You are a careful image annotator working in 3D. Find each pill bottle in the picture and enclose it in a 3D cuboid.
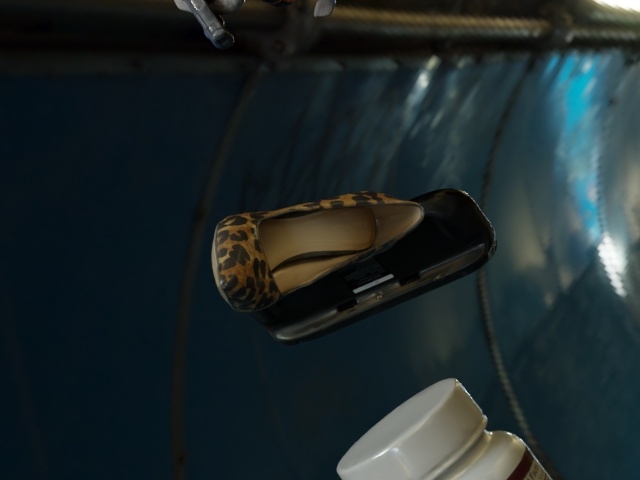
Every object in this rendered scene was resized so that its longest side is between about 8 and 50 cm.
[{"bbox_3d":[0.211,0.379,1.705,0.392,0.224,0.224,52,-162,-2],"label":"pill bottle"}]

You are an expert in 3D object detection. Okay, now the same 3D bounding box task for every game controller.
[{"bbox_3d":[0.056,0.034,1.703,0.166,0.319,0.067,52,-160,-44],"label":"game controller"}]

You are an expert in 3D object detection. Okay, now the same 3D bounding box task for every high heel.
[{"bbox_3d":[0.000,0.000,1.347,0.261,0.186,0.093,-41,-64,-77],"label":"high heel"}]

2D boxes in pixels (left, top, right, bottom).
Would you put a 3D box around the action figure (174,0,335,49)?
[{"bbox_3d":[-0.133,-0.412,1.745,0.341,0.178,0.330,55,-160,9],"label":"action figure"}]
